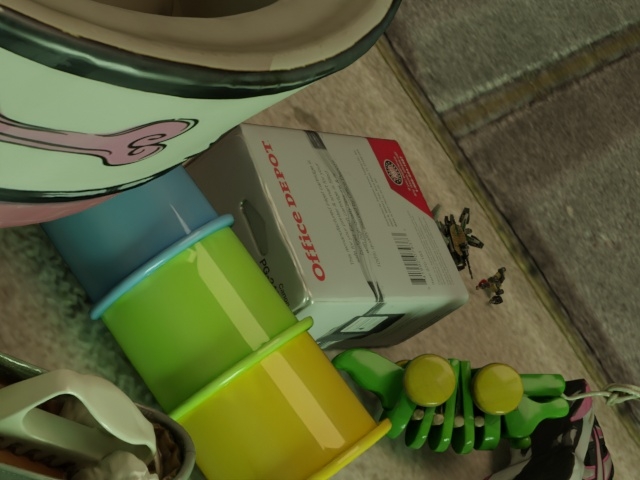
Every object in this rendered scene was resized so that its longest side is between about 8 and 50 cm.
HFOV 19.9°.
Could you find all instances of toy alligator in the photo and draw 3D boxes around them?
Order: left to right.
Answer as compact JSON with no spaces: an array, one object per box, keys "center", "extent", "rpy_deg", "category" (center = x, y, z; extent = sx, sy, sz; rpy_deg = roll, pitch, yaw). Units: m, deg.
[{"center":[0.097,0.096,1.021],"extent":[0.190,0.056,0.051],"rpy_deg":[8,81,-13],"category":"toy alligator"}]

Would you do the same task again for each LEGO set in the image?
[{"center":[0.089,0.009,1.165],"extent":[0.083,0.023,0.054],"rpy_deg":[60,32,-17],"category":"LEGO set"}]

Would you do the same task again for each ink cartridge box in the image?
[{"center":[0.000,0.000,1.009],"extent":[0.150,0.063,0.109],"rpy_deg":[2,60,-52],"category":"ink cartridge box"}]

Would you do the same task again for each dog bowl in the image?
[{"center":[-0.166,-0.181,0.761],"extent":[0.408,0.150,0.408],"rpy_deg":[28,37,-24],"category":"dog bowl"}]

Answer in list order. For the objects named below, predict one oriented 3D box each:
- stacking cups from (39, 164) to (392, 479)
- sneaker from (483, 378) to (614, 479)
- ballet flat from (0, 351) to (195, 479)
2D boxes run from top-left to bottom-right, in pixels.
[{"center":[-0.098,-0.007,0.880],"extent":[0.316,0.096,0.096],"rpy_deg":[52,31,5],"category":"stacking cups"},{"center":[0.139,0.154,1.052],"extent":[0.077,0.072,0.178],"rpy_deg":[58,36,-16],"category":"sneaker"},{"center":[-0.141,0.064,0.757],"extent":[0.213,0.068,0.072],"rpy_deg":[28,41,-36],"category":"ballet flat"}]
